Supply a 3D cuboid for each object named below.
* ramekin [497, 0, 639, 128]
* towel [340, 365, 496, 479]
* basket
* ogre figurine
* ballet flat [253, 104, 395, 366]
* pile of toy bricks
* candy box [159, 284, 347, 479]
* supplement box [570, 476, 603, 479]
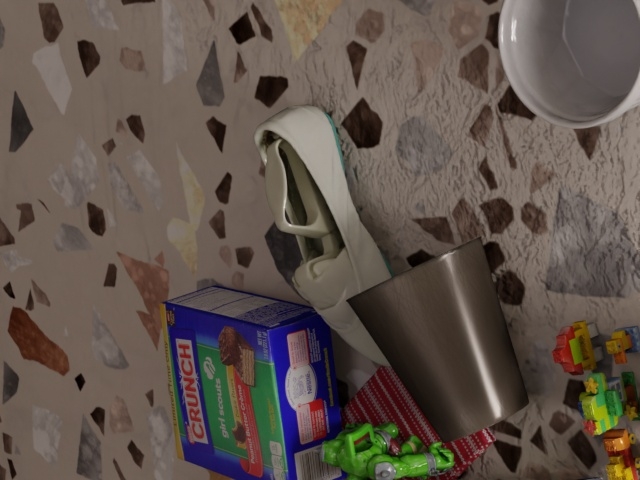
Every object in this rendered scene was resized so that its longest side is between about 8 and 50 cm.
[{"bbox_3d":[0.318,-0.238,1.722,0.207,0.109,0.207,16,112,43],"label":"ramekin"},{"bbox_3d":[0.125,0.278,2.140,0.199,0.031,0.275,57,133,21],"label":"towel"},{"bbox_3d":[0.169,0.139,1.964,0.204,0.154,0.227,-26,87,23],"label":"basket"},{"bbox_3d":[0.077,0.298,2.086,0.197,0.118,0.097,35,122,38],"label":"ogre figurine"},{"bbox_3d":[0.000,0.000,2.099,0.139,0.139,0.400,-29,77,47],"label":"ballet flat"},{"bbox_3d":[0.353,0.205,1.819,0.118,0.105,0.212,-12,93,48],"label":"pile of toy bricks"},{"bbox_3d":[-0.109,0.225,2.283,0.317,0.122,0.268,9,109,54],"label":"candy box"},{"bbox_3d":[0.189,0.435,1.948,0.356,0.194,0.195,-19,76,41],"label":"supplement box"}]
